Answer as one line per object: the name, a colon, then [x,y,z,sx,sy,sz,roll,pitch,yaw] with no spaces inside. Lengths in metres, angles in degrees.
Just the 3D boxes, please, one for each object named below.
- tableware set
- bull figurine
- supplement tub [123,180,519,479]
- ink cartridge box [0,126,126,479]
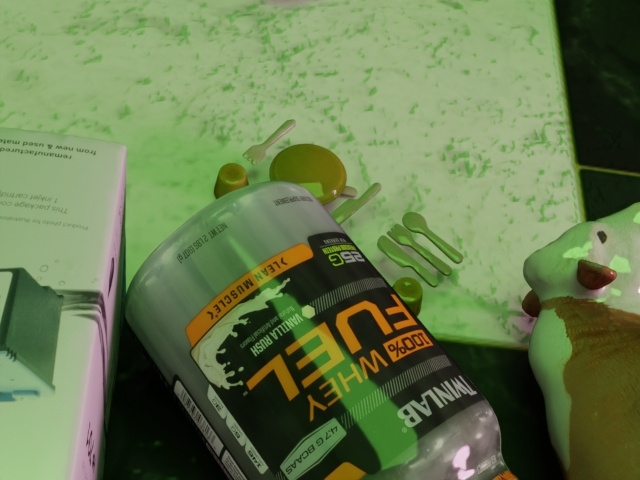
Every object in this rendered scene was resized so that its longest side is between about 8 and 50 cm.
tableware set: [0.000,0.000,0.543,0.154,0.024,0.104,40,61,17]
bull figurine: [0.185,0.116,0.431,0.188,0.101,0.310,14,46,-2]
supplement tub: [0.003,0.074,0.427,0.117,0.117,0.190,-29,67,-27]
ink cartridge box: [-0.134,0.068,0.396,0.082,0.140,0.191,4,54,-9]
